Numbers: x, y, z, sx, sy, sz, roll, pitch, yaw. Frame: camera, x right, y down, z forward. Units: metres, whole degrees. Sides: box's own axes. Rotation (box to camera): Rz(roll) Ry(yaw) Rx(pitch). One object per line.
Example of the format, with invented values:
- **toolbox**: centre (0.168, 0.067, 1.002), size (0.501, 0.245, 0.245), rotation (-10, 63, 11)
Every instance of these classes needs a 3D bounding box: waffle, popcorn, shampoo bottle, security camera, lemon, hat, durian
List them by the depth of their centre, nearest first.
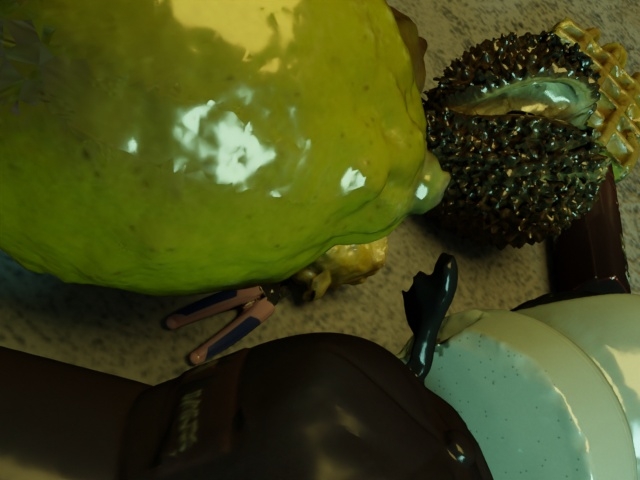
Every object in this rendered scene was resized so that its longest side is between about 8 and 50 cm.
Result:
- **hat**: centre (-0.007, 0.107, 0.530), size (0.336, 0.209, 0.238), rotation (34, 20, -19)
- **lemon**: centre (-0.102, -0.102, 0.587), size (0.316, 0.285, 0.285), rotation (12, 54, -28)
- **security camera**: centre (0.168, 0.127, 0.707), size (0.236, 0.194, 0.194), rotation (-11, 68, -43)
- **popcorn**: centre (0.000, 0.000, 0.754), size (0.084, 0.084, 0.084), rotation (21, 49, -27)
- **durian**: centre (0.151, -0.091, 0.876), size (0.196, 0.167, 0.196), rotation (6, 46, -6)
- **shampoo bottle**: centre (0.250, 0.018, 0.938), size (0.068, 0.067, 0.236), rotation (31, 45, -30)
- **waffle**: centre (0.296, -0.162, 1.113), size (0.160, 0.055, 0.211), rotation (46, 42, -2)

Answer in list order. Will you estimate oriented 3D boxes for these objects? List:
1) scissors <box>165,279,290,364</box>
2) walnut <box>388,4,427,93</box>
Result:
- **scissors**: centre (-0.058, 0.049, 0.706), size (0.113, 0.012, 0.039), rotation (-29, 82, -47)
- **walnut**: centre (-0.001, -0.130, 0.802), size (0.245, 0.137, 0.137), rotation (-15, 71, -41)
